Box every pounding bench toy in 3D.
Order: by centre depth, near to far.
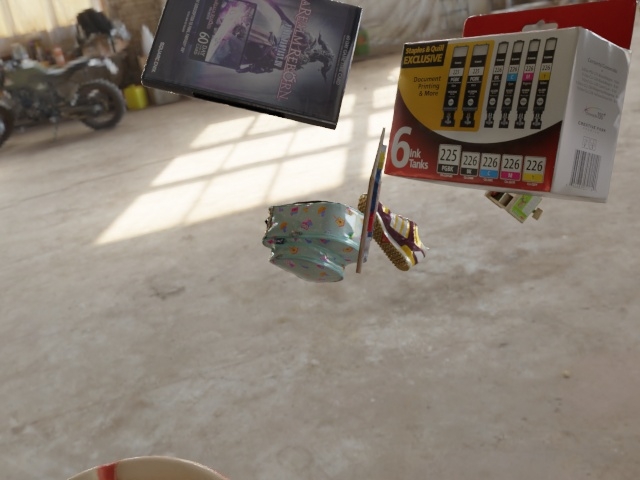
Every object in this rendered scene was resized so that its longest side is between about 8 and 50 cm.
[{"bbox_3d":[0.315,-0.066,1.187,0.052,0.083,0.065,-53,41,8],"label":"pounding bench toy"}]

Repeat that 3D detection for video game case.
[{"bbox_3d":[-0.091,-0.275,1.039,0.274,0.196,0.026,13,-19,-1],"label":"video game case"}]

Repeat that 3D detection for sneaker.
[{"bbox_3d":[0.152,-0.029,1.542,0.084,0.186,0.069,-35,5,-27],"label":"sneaker"}]

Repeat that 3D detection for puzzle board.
[{"bbox_3d":[0.056,-0.042,0.782,0.011,0.128,0.096,11,41,6],"label":"puzzle board"}]

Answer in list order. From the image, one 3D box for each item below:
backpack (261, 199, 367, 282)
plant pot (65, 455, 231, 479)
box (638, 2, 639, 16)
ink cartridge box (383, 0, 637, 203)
[{"bbox_3d":[0.000,0.000,1.410,0.188,0.166,0.145,-12,61,34],"label":"backpack"},{"bbox_3d":[-0.111,0.292,0.520,0.274,0.243,0.275,-2,48,2],"label":"plant pot"},{"bbox_3d":[0.279,-0.270,0.522,0.058,0.233,0.087,13,8,24],"label":"box"},{"bbox_3d":[0.253,-0.206,1.032,0.130,0.272,0.309,6,4,-38],"label":"ink cartridge box"}]
